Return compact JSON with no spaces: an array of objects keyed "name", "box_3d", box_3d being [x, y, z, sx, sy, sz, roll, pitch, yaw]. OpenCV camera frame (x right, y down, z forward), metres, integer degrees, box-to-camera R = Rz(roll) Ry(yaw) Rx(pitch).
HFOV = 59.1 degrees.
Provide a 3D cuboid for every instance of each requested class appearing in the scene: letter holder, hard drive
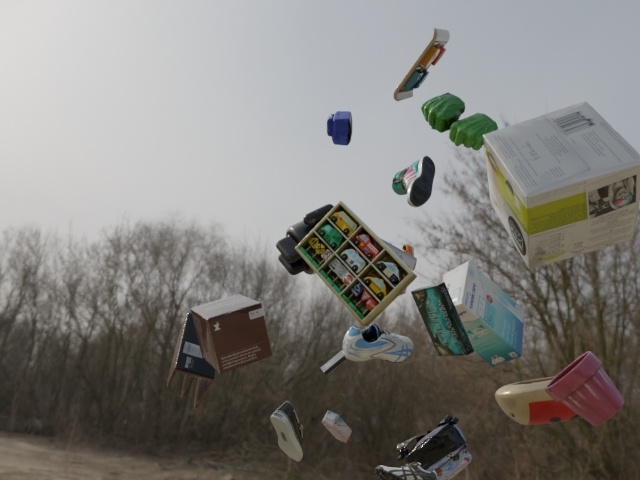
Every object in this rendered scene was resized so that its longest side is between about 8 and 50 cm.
[{"name":"letter holder","box_3d":[-0.508,0.477,2.224,0.152,0.301,0.214,21,-59,-16]},{"name":"hard drive","box_3d":[0.064,0.495,2.311,0.022,0.135,0.094,53,-8,-5]}]

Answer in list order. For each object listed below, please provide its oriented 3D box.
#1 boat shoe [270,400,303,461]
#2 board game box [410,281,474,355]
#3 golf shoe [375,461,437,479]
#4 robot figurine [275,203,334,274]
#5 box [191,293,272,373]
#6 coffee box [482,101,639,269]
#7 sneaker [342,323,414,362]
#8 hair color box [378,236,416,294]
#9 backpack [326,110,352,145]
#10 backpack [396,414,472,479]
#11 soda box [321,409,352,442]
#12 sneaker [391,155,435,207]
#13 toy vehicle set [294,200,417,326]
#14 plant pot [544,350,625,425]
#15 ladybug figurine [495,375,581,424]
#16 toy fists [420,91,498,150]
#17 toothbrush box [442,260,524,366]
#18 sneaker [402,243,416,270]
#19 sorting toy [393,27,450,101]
[{"name":"boat shoe","box_3d":[-0.079,0.545,1.604,0.078,0.070,0.219,16,-46,31]},{"name":"board game box","box_3d":[0.307,0.203,1.434,0.026,0.186,0.126,-22,-3,-27]},{"name":"golf shoe","box_3d":[0.273,0.742,1.784,0.198,0.093,0.077,16,-47,14]},{"name":"robot figurine","box_3d":[-0.001,0.000,1.795,0.278,0.173,0.209,-27,-3,-19]},{"name":"box","box_3d":[-0.269,0.271,1.685,0.169,0.166,0.203,-14,9,-24]},{"name":"coffee box","box_3d":[0.745,-0.169,1.774,0.339,0.337,0.334,-18,-45,5]},{"name":"sneaker","box_3d":[0.152,0.247,1.373,0.237,0.086,0.085,8,14,-43]},{"name":"hair color box","box_3d":[0.221,0.084,2.486,0.375,0.185,0.114,28,-25,-13]},{"name":"backpack","box_3d":[0.076,-0.432,2.189,0.101,0.098,0.120,5,-55,14]},{"name":"backpack","box_3d":[0.471,0.821,2.207,0.277,0.213,0.263,-35,-17,9]},{"name":"soda box","box_3d":[0.072,0.807,2.442,0.058,0.063,0.183,12,-32,34]},{"name":"sneaker","box_3d":[0.386,-0.232,2.457,0.124,0.295,0.178,42,-42,-19]},{"name":"toy vehicle set","box_3d":[0.077,0.050,1.329,0.267,0.166,0.035,47,9,29]},{"name":"plant pot","box_3d":[0.873,0.492,1.842,0.180,0.201,0.201,48,-8,21]},{"name":"ladybug figurine","box_3d":[0.931,0.629,2.239,0.450,0.161,0.305,-12,-13,9]},{"name":"toy fists","box_3d":[0.474,-0.413,1.975,0.279,0.142,0.096,44,-36,27]},{"name":"toothbrush box","box_3d":[0.546,0.249,1.920,0.296,0.216,0.126,40,-47,-13]},{"name":"sneaker","box_3d":[0.450,0.090,2.881,0.068,0.175,0.064,9,-53,-12]},{"name":"sorting toy","box_3d":[0.288,-0.482,1.560,0.038,0.193,0.208,37,-62,9]}]
